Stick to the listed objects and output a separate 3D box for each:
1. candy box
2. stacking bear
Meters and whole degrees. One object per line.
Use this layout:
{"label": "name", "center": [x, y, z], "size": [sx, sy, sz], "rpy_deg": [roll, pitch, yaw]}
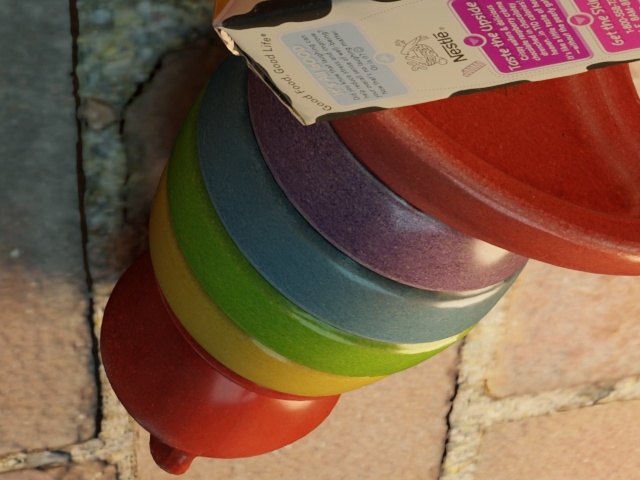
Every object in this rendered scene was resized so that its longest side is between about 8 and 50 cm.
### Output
{"label": "candy box", "center": [0.087, -0.138, 0.603], "size": [0.233, 0.159, 0.071], "rpy_deg": [-10, 150, 25]}
{"label": "stacking bear", "center": [0.000, 0.000, 0.815], "size": [0.164, 0.175, 0.289], "rpy_deg": [9, 144, -29]}
